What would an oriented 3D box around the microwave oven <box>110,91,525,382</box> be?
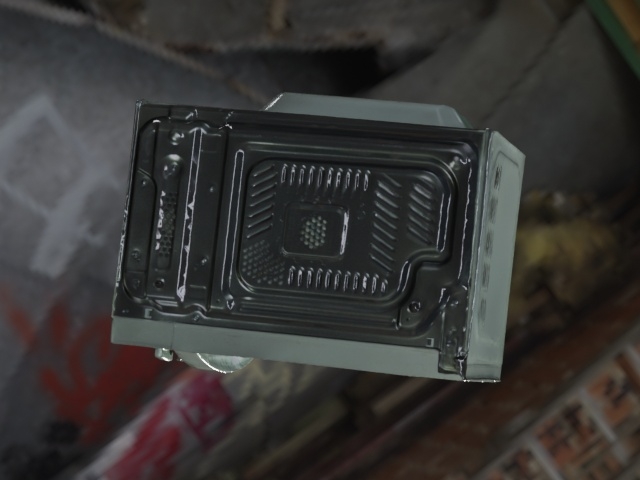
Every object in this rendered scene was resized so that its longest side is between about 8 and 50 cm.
[{"bbox_3d":[0.000,0.000,1.049,0.208,0.162,0.122,5,-3,15],"label":"microwave oven"}]
